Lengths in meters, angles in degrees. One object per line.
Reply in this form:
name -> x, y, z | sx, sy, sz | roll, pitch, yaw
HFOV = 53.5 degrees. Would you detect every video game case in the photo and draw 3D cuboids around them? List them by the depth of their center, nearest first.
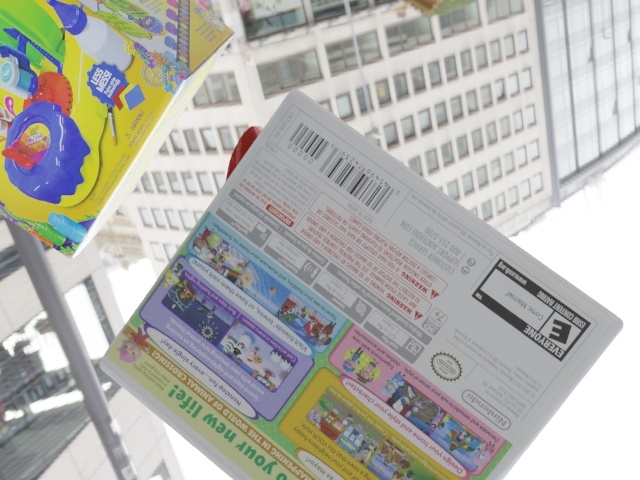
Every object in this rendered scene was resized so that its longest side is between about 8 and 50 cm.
video game case -> 0.013, 0.056, 0.345 | 0.193, 0.212, 0.023 | -54, 172, 5

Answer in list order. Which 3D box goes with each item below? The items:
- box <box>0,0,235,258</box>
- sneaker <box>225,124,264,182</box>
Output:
box -> -0.305, -0.188, 0.718 | 0.290, 0.279, 0.177 | -47, -166, 32
sneaker -> 0.000, 0.000, 0.549 | 0.128, 0.221, 0.087 | 6, 144, -37
